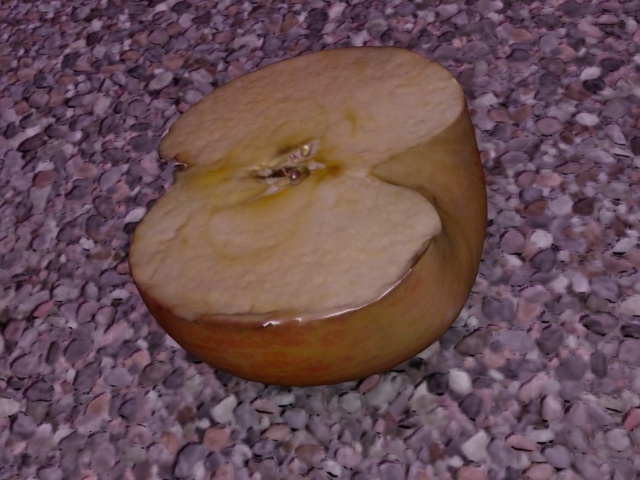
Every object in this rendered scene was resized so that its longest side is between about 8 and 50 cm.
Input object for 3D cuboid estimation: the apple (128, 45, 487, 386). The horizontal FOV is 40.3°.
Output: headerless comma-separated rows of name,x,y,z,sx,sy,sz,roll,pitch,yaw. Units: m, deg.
apple,0.000,0.000,0.674,0.251,0.163,0.293,-2,44,22
